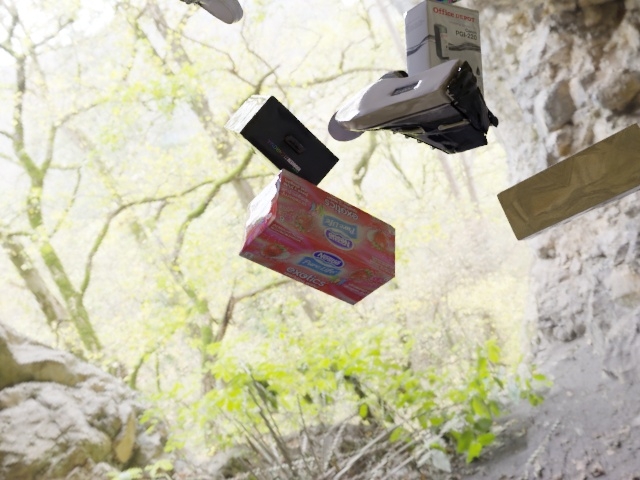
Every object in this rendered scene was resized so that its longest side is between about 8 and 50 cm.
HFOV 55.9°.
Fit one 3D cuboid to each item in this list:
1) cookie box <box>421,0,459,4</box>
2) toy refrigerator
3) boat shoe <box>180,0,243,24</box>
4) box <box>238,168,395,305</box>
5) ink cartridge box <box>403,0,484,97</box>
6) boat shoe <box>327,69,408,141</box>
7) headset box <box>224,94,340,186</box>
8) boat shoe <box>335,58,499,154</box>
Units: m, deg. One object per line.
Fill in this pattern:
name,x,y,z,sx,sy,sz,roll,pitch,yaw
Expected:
cookie box,0.345,-0.722,1.752,0.107,0.092,0.040,-22,-19,3
toy refrigerator,0.479,-0.101,1.118,0.269,0.102,0.094,-30,-15,33
boat shoe,-0.320,-0.623,1.489,0.098,0.277,0.096,-31,26,56
box,0.000,0.000,1.274,0.154,0.299,0.142,-40,34,42
ink cartridge box,0.280,-0.415,1.366,0.158,0.218,0.092,-1,-6,-29
boat shoe,0.109,-0.303,1.345,0.228,0.080,0.076,-40,2,41
headset box,-0.108,-0.259,1.611,0.131,0.246,0.283,-49,21,-1
boat shoe,0.179,-0.229,1.171,0.340,0.158,0.127,4,53,55
